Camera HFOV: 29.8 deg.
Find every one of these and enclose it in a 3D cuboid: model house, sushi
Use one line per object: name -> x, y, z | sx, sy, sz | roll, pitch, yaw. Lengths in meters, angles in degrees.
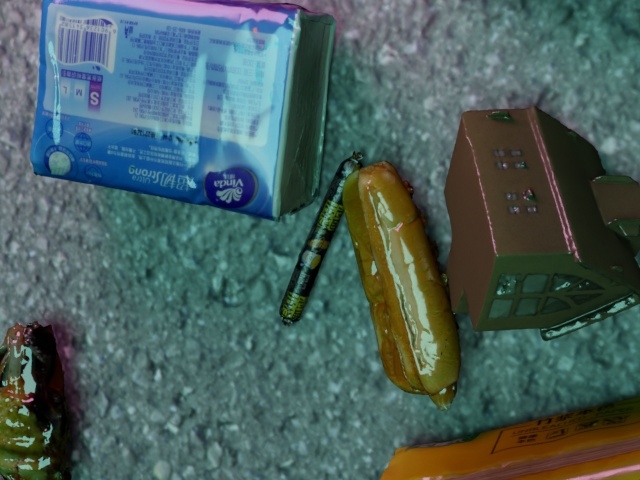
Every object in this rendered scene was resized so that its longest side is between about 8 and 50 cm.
model house -> 0.248, -0.003, 1.091 | 0.248, 0.181, 0.176 | -1, 141, -7
sushi -> -0.323, 0.197, 1.314 | 0.097, 0.103, 0.226 | -4, 95, -9

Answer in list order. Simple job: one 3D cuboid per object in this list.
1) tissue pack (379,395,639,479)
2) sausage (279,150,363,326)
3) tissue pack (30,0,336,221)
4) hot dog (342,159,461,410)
tissue pack -> 0.262, 0.304, 1.070 | 0.381, 0.228, 0.293 | -17, 92, 20
sausage -> 0.000, 0.000, 1.216 | 0.028, 0.025, 0.198 | 28, 106, 15
tissue pack -> -0.133, -0.143, 1.172 | 0.263, 0.146, 0.198 | 10, 103, 15
hot dog -> 0.086, 0.045, 1.165 | 0.076, 0.102, 0.249 | -16, 90, -23
